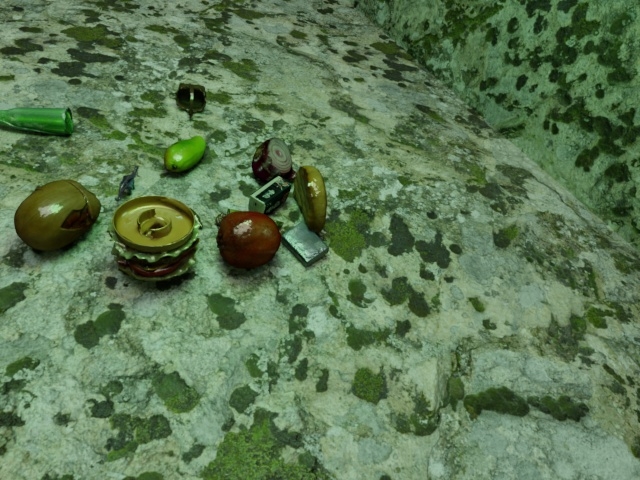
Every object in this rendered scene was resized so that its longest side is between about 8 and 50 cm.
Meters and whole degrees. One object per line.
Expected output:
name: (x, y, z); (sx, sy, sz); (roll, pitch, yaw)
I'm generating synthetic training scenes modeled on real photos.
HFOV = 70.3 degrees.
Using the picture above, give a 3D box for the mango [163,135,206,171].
mango: (-0.550, -0.353, 1.841); (0.125, 0.111, 0.233); (24, 45, 0)

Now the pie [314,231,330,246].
pie: (0.000, 0.000, 1.739); (0.085, 0.017, 0.085); (8, 48, -9)

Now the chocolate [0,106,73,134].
chocolate: (-1.145, -0.478, 1.796); (0.291, 0.110, 0.110); (1, 49, -12)

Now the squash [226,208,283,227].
squash: (-0.243, -0.066, 1.696); (0.224, 0.094, 0.094); (3, 48, -23)

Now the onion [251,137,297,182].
onion: (-0.184, -0.309, 1.899); (0.218, 0.139, 0.195); (36, 36, -35)

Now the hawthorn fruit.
hawthorn fruit: (-0.226, -0.008, 1.559); (0.253, 0.205, 0.205); (-11, 52, -30)

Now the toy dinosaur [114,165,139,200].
toy dinosaur: (-0.715, -0.206, 1.680); (0.045, 0.080, 0.197); (16, 46, -5)

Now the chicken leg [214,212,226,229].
chicken leg: (-0.375, -0.074, 1.698); (0.036, 0.021, 0.083); (25, 47, -6)

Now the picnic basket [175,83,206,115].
picnic basket: (-0.593, -0.644, 2.077); (0.137, 0.128, 0.178); (1, 39, -13)

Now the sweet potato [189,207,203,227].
sweet potato: (-0.481, -0.096, 1.678); (0.153, 0.038, 0.041); (36, 26, 19)

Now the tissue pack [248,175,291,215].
tissue pack: (-0.199, -0.166, 1.775); (0.090, 0.103, 0.170); (38, 50, 13)

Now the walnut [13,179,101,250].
walnut: (-0.838, -0.092, 1.464); (0.203, 0.203, 0.298); (21, 35, 3)

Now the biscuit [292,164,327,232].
biscuit: (-0.033, -0.173, 1.739); (0.091, 0.213, 0.274); (-3, 43, -15)

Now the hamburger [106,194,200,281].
hamburger: (-0.525, 0.007, 1.448); (0.274, 0.212, 0.274); (9, 43, -8)

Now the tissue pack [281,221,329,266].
tissue pack: (-0.059, 0.012, 1.681); (0.112, 0.051, 0.156); (-34, 66, -26)
